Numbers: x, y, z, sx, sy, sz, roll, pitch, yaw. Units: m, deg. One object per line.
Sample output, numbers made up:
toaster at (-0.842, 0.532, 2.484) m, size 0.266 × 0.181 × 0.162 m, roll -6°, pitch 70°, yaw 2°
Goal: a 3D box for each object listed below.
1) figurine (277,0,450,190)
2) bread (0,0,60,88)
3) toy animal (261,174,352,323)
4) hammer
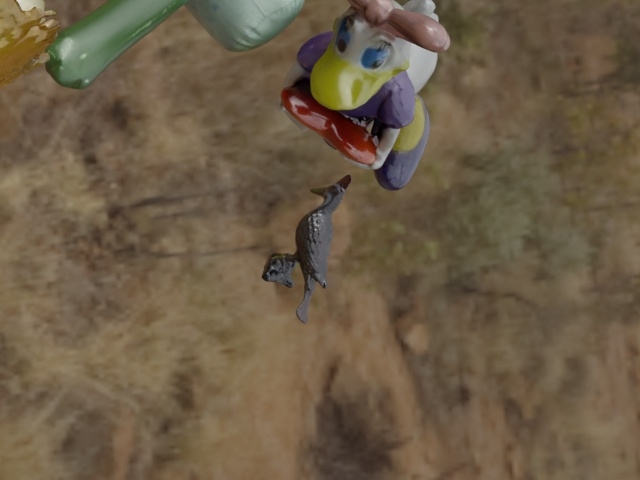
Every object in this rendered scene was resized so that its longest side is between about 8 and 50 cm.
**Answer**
figurine at (0.059, -0.176, 1.539) m, size 0.193 × 0.154 × 0.421 m, roll -53°, pitch 172°, yaw 4°
bread at (-0.364, -0.140, 0.999) m, size 0.250 × 0.394 × 0.361 m, roll 51°, pitch -8°, yaw -2°
toy animal at (-0.010, 0.001, 1.974) m, size 0.070 × 0.105 × 0.202 m, roll 20°, pitch 99°, yaw -59°
hammer at (-0.164, -0.237, 1.467) m, size 0.206 × 0.119 × 0.335 m, roll 50°, pitch 47°, yaw -7°
